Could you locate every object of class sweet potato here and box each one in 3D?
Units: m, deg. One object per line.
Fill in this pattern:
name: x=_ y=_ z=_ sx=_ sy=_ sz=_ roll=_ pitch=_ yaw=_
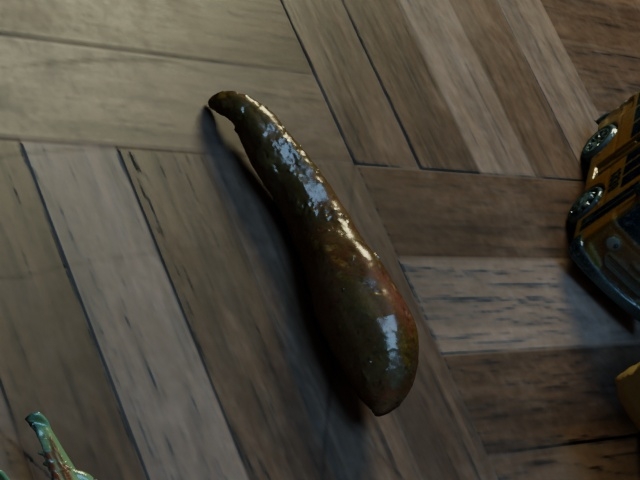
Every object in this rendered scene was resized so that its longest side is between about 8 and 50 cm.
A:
sweet potato: x=0.000 y=0.000 z=0.994 sx=0.050 sy=0.050 sz=0.214 roll=1 pitch=55 yaw=-50

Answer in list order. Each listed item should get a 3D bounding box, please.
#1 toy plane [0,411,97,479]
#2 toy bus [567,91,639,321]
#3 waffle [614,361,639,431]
toy plane: x=-0.111 y=0.123 z=0.752 sx=0.111 sy=0.040 sz=0.102 roll=34 pitch=40 yaw=-27
toy bus: x=0.243 y=-0.035 z=1.258 sx=0.091 sy=0.103 sz=0.182 roll=42 pitch=36 yaw=-14
waffle: x=0.348 y=0.164 z=1.070 sx=0.224 sy=0.098 sz=0.327 roll=-22 pitch=71 yaw=-43
